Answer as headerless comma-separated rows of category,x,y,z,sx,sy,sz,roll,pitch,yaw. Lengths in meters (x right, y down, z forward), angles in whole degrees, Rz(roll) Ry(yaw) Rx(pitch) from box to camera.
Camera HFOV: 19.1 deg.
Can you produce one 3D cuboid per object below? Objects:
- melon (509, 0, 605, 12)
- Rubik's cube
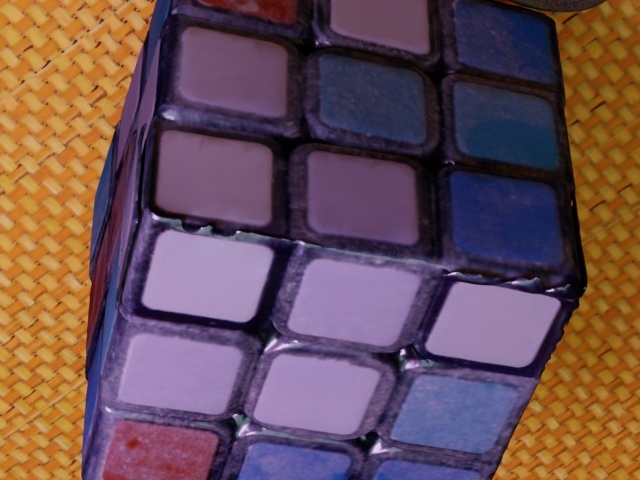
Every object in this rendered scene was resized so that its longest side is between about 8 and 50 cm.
melon,0.183,-0.250,1.627,0.162,0.099,0.099,14,121,-11
Rubik's cube,0.000,0.000,1.596,0.362,0.359,0.363,7,138,-11
